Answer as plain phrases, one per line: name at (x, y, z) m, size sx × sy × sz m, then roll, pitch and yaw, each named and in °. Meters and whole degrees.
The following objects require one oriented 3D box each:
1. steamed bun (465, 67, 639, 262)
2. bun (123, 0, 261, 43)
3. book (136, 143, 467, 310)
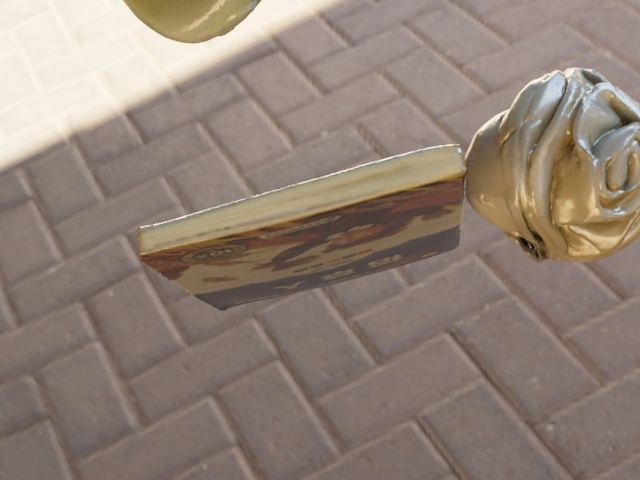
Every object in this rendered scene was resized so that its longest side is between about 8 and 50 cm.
steamed bun at (0.283, -0.073, 1.310) m, size 0.211 × 0.218 × 0.144 m, roll -51°, pitch 14°, yaw -2°
bun at (-0.178, -0.450, 1.883) m, size 0.293 × 0.293 × 0.187 m, roll 9°, pitch 14°, yaw 36°
book at (0.000, 0.000, 1.249) m, size 0.300 × 0.428 × 0.039 m, roll -15°, pitch 79°, yaw 3°
